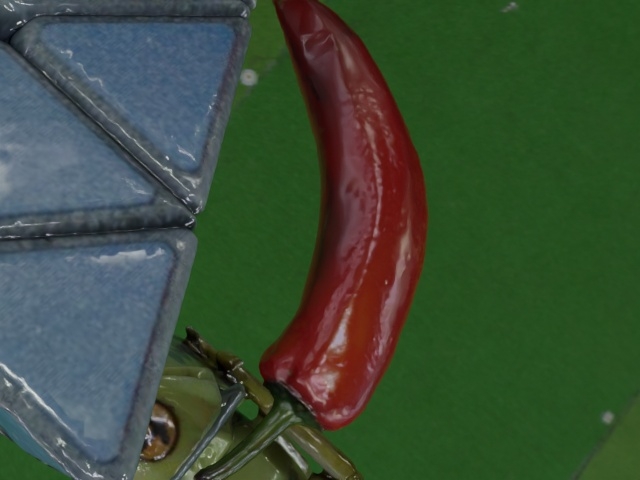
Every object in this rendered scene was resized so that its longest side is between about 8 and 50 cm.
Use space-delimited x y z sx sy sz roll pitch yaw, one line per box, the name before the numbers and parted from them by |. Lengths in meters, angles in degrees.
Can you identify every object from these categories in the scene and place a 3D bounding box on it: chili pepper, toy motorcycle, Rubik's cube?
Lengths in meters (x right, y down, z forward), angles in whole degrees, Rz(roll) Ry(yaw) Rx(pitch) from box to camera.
chili pepper | 0.007 -0.004 0.799 0.137 0.092 0.368 4 70 11
toy motorcycle | -0.116 0.177 1.026 0.168 0.237 0.410 -50 134 -3
Rubik's cube | -0.144 -0.041 0.430 0.233 0.229 0.228 -4 94 16
